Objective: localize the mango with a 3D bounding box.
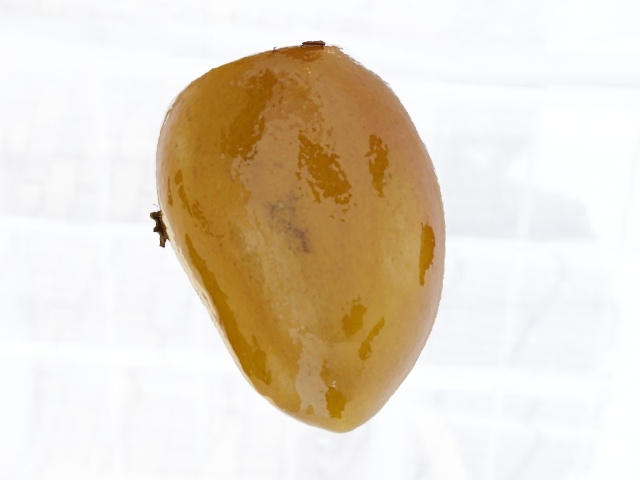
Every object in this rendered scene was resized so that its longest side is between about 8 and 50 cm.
[{"bbox_3d":[0.000,0.000,1.219,0.257,0.187,0.138,67,-30,17],"label":"mango"}]
